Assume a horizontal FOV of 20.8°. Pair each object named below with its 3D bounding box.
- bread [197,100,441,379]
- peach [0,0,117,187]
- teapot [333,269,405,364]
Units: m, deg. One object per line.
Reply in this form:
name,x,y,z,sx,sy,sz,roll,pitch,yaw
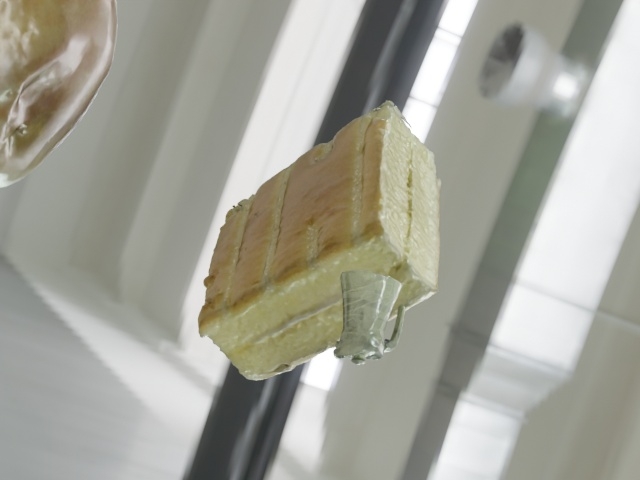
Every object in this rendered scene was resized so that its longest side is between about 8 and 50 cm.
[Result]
bread,0.000,0.000,1.775,0.239,0.111,0.246,-29,-151,25
peach,-0.216,-0.138,0.916,0.214,0.214,0.235,-113,-163,-59
teapot,0.043,0.072,1.566,0.057,0.067,0.083,-22,-128,64
